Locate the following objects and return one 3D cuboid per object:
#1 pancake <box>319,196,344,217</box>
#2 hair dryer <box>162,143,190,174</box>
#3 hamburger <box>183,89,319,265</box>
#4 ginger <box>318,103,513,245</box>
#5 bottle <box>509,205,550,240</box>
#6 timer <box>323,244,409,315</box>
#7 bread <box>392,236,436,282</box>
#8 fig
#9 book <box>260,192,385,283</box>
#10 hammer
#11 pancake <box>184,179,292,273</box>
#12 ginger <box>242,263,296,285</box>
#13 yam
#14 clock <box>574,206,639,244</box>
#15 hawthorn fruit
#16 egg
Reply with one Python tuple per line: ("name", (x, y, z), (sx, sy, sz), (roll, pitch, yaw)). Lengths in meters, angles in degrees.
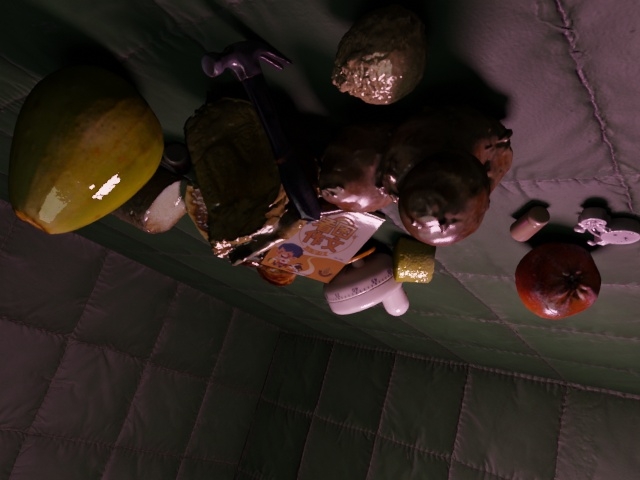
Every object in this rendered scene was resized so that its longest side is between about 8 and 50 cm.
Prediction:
("pancake", (0.000, -0.076, 1.042), (0.288, 0.033, 0.286), (-3, -167, 30))
("hair dryer", (-0.387, -0.217, 1.220), (0.154, 0.054, 0.106), (29, 167, -3))
("hamburger", (-0.111, -0.123, 0.887), (0.211, 0.308, 0.132), (-18, 164, 10))
("ginger", (0.123, -0.115, 0.790), (0.375, 0.256, 0.176), (20, 135, 49))
("bottle", (0.416, -0.034, 1.005), (0.045, 0.045, 0.096), (17, 160, 2))
("timer", (0.133, 0.144, 1.475), (0.233, 0.233, 0.240), (-15, 103, 59))
("bread", (0.246, 0.058, 1.350), (0.114, 0.111, 0.129), (5, 165, 10))
("fig", (-0.459, -0.166, 0.966), (0.258, 0.326, 0.258), (33, 175, 4))
("book", (0.000, 0.000, 1.289), (0.208, 0.020, 0.295), (18, 135, -21))
("hammer", (-0.062, -0.162, 0.779), (0.037, 0.137, 0.289), (-4, 116, 48))
("pancake", (-0.162, -0.045, 1.286), (0.427, 0.067, 0.305), (27, 132, -33))
("ginger", (-0.187, 0.040, 1.607), (0.274, 0.152, 0.357), (6, 158, 31))
("yam", (-0.459, -0.123, 1.272), (0.304, 0.168, 0.168), (23, 167, 29))
("clock", (0.524, -0.024, 0.937), (0.129, 0.041, 0.087), (19, 159, -22))
("hawthorn fruit", (0.506, 0.086, 1.092), (0.173, 0.172, 0.173), (16, 162, 5))
("egg", (0.075, -0.228, 0.628), (0.118, 0.116, 0.140), (-4, 177, -10))
